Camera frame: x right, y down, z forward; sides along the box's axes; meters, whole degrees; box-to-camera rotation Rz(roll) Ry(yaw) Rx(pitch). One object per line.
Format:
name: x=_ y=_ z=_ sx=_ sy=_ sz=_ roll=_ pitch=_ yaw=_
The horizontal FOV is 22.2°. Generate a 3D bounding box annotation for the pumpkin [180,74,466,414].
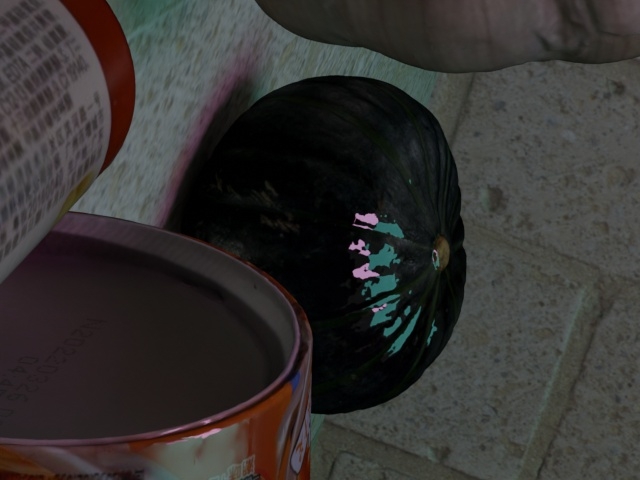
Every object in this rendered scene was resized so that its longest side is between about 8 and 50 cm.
pumpkin: x=0.000 y=0.000 z=1.204 sx=0.250 sy=0.216 sz=0.249 roll=-22 pitch=122 yaw=-40

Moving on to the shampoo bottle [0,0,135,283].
shampoo bottle: x=-0.151 y=0.001 z=0.462 sx=0.278 sy=0.104 sz=0.104 roll=-57 pitch=166 yaw=-57

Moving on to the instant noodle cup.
instant noodle cup: x=-0.112 y=0.110 z=0.608 sx=0.250 sy=0.250 sz=0.192 roll=-53 pitch=152 yaw=-65

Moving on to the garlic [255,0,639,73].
garlic: x=0.084 y=-0.221 z=0.833 sx=0.241 sy=0.322 sz=0.322 roll=18 pitch=93 yaw=-51
